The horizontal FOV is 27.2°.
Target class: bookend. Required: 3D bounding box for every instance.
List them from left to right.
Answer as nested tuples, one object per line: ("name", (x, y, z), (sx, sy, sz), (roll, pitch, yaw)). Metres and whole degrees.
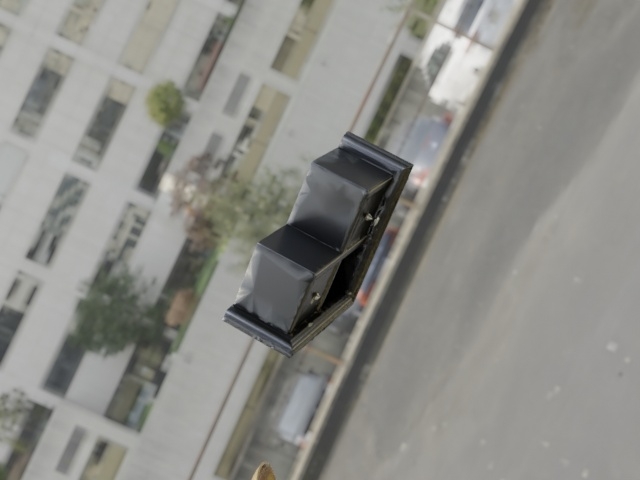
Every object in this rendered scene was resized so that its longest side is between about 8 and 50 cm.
("bookend", (0.000, 0.000, 1.181), (0.156, 0.072, 0.157), (-34, -31, -63))

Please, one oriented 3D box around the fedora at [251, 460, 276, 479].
("fedora", (-0.005, 0.268, 1.078), (0.194, 0.079, 0.194), (-12, -90, -89))
